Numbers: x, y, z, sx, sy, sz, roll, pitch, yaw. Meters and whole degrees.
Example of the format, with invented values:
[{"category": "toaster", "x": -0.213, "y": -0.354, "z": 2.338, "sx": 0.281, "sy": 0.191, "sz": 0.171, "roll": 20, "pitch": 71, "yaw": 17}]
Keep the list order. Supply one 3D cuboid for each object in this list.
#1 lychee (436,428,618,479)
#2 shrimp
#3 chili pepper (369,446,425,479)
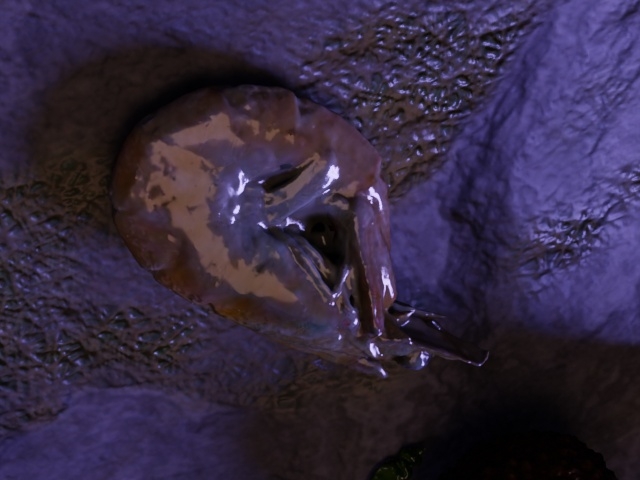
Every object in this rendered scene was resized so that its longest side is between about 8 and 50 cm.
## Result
[{"category": "lychee", "x": 0.157, "y": 0.237, "z": 1.406, "sx": 0.188, "sy": 0.188, "sz": 0.188, "roll": -7, "pitch": 126, "yaw": -9}, {"category": "shrimp", "x": 0.000, "y": 0.000, "z": 1.259, "sx": 0.317, "sy": 0.077, "sz": 0.168, "roll": 27, "pitch": 112, "yaw": -25}, {"category": "chili pepper", "x": 0.054, "y": 0.191, "z": 1.441, "sx": 0.027, "sy": 0.022, "sz": 0.083, "roll": 38, "pitch": 114, "yaw": 3}]
